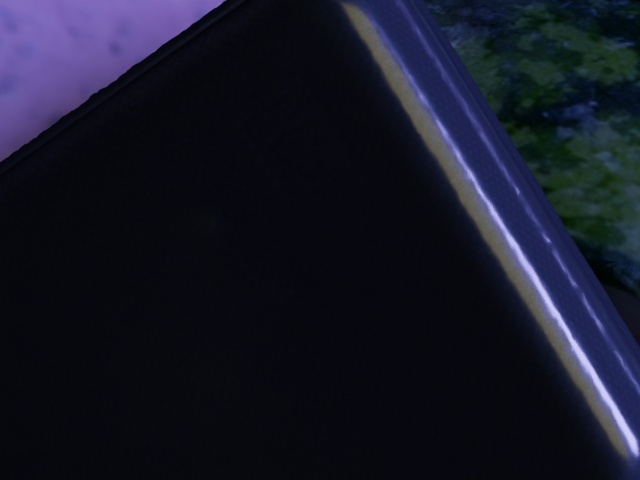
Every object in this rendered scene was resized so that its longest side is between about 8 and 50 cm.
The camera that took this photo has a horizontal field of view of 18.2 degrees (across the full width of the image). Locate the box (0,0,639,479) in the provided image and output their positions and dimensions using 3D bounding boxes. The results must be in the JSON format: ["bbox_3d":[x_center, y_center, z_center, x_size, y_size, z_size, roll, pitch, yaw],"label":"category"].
[{"bbox_3d":[-0.039,0.044,0.521,0.160,0.230,0.050,58,25,1],"label":"box"}]

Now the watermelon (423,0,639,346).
[{"bbox_3d":[0.148,0.021,0.644,0.250,0.283,0.292,-42,138,-15],"label":"watermelon"}]
